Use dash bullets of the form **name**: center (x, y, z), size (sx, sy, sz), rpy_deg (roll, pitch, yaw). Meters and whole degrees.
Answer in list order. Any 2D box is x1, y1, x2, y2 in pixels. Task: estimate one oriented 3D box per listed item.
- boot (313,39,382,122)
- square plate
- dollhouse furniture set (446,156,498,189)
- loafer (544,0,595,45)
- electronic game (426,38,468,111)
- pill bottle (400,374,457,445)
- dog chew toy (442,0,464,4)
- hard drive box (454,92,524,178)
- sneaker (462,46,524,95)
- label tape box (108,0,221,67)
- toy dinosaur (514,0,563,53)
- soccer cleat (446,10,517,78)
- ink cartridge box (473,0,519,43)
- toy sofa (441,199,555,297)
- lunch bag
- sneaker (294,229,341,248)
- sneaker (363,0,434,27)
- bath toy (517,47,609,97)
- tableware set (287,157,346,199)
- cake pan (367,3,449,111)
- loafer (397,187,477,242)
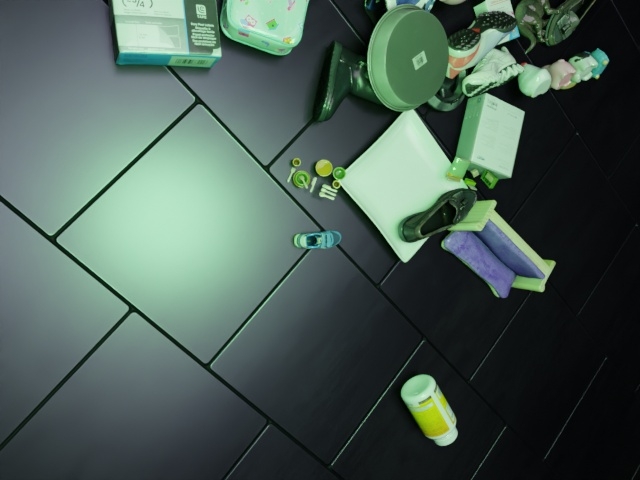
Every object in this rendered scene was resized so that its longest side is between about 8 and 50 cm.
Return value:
- **boot**: center (0.101, -0.431, 1.439), size (0.207, 0.094, 0.246), rpy_deg (15, 79, -20)
- **square plate**: center (0.261, -0.171, 1.548), size (0.344, 0.049, 0.347), rpy_deg (-46, 109, -16)
- **dollhouse furniture set**: center (0.476, -0.203, 1.571), size (0.152, 0.058, 0.076), rpy_deg (10, 123, -24)
- **loafer**: center (0.896, -0.806, 1.785), size (0.267, 0.084, 0.096), rpy_deg (-54, 130, -14)
- **electronic game**: center (0.388, -0.527, 1.592), size (0.229, 0.048, 0.229), rpy_deg (-2, 94, -33)
- **pill bottle**: center (0.349, 0.538, 1.577), size (0.117, 0.117, 0.215), rpy_deg (-36, 105, -19)
- **dog chew toy**: center (0.474, -0.861, 1.543), size (0.332, 0.206, 0.206), rpy_deg (-47, 109, -9)
- **hard drive box**: center (0.560, -0.339, 1.655), size (0.181, 0.089, 0.232), rpy_deg (16, 85, -24)
- **sneaker**: center (0.544, -0.553, 1.629), size (0.292, 0.110, 0.118), rpy_deg (-29, 94, -37)
- **label tape box**: center (-0.385, -0.602, 1.206), size (0.241, 0.106, 0.333), rpy_deg (-7, 95, -25)
- **toy dinosaur**: center (0.723, -0.772, 1.718), size (0.160, 0.121, 0.313), rpy_deg (29, 85, -11)
- **soccer cleat**: center (0.497, -0.621, 1.572), size (0.318, 0.116, 0.108), rpy_deg (-37, 63, -26)
- **ink cartridge box**: center (0.582, -0.747, 1.665), size (0.104, 0.061, 0.181), rpy_deg (-25, 103, -21)
- **toy sofa**: center (0.586, 0.042, 1.649), size (0.362, 0.150, 0.177), rpy_deg (39, 75, -21)
- **lunch bag**: center (-0.145, -0.650, 1.312), size (0.224, 0.108, 0.279), rpy_deg (10, 86, -20)
- **sneaker**: center (0.000, 0.000, 1.429), size (0.144, 0.059, 0.053), rpy_deg (-8, 93, -25)
- **sneaker**: center (0.237, -0.723, 1.473), size (0.182, 0.127, 0.315), rpy_deg (19, 86, -26)
- **bath toy**: center (0.826, -0.587, 1.751), size (0.348, 0.151, 0.129), rpy_deg (-18, 61, -20)
- **tableware set**: center (-0.010, -0.186, 1.413), size (0.154, 0.024, 0.104), rpy_deg (22, 83, -5)
- **cake pan**: center (0.262, -0.518, 1.429), size (0.293, 0.054, 0.293), rpy_deg (-13, 113, -33)
- **loafer**: center (0.378, -0.073, 1.525), size (0.302, 0.095, 0.109), rpy_deg (-28, 103, -22)
